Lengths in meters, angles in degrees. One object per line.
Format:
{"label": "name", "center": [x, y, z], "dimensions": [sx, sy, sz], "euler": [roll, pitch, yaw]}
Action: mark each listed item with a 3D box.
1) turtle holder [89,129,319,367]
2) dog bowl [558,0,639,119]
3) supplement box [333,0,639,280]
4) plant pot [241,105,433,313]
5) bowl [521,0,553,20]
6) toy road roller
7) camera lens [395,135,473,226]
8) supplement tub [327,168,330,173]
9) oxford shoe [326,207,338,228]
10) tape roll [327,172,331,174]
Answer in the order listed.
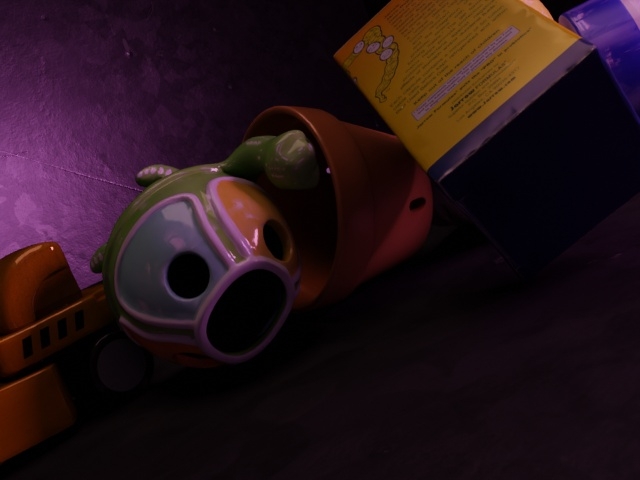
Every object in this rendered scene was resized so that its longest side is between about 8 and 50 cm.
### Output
{"label": "turtle holder", "center": [-0.119, 0.024, 0.951], "dimensions": [0.320, 0.243, 0.227], "euler": [-36, 38, -15]}
{"label": "dog bowl", "center": [0.477, -0.259, 1.158], "dimensions": [0.104, 0.265, 0.265], "euler": [-22, 8, 14]}
{"label": "supplement box", "center": [0.188, -0.159, 0.864], "dimensions": [0.195, 0.194, 0.356], "euler": [-41, 36, 11]}
{"label": "plant pot", "center": [0.027, -0.054, 1.078], "dimensions": [0.203, 0.291, 0.291], "euler": [-9, 0, -33]}
{"label": "bowl", "center": [0.296, -0.311, 1.240], "dimensions": [0.289, 0.289, 0.156], "euler": [-23, 11, -6]}
{"label": "toy road roller", "center": [-0.415, 0.147, 0.981], "dimensions": [0.329, 0.241, 0.202], "euler": [-29, 10, -38]}
{"label": "camera lens", "center": [0.281, -0.147, 1.110], "dimensions": [0.274, 0.219, 0.219], "euler": [-16, 10, 37]}
{"label": "supplement tub", "center": [0.027, -0.146, 1.825], "dimensions": [0.207, 0.207, 0.338], "euler": [-26, 9, -21]}
{"label": "oxford shoe", "center": [-0.118, 0.025, 1.313], "dimensions": [0.397, 0.146, 0.140], "euler": [-20, 9, 20]}
{"label": "tape roll", "center": [0.031, -0.079, 1.478], "dimensions": [0.321, 0.077, 0.321], "euler": [-5, -4, 0]}
